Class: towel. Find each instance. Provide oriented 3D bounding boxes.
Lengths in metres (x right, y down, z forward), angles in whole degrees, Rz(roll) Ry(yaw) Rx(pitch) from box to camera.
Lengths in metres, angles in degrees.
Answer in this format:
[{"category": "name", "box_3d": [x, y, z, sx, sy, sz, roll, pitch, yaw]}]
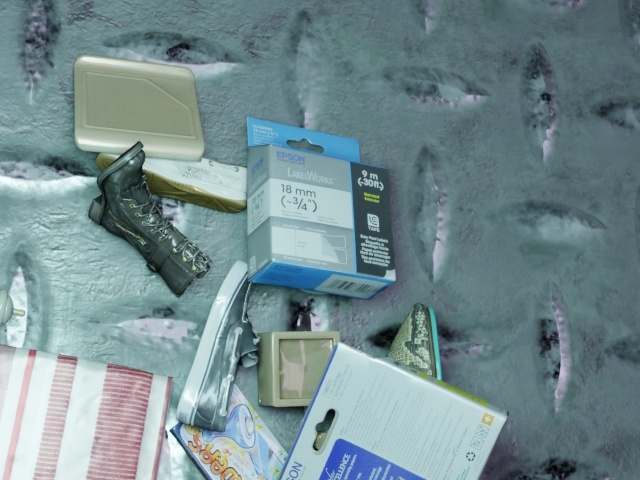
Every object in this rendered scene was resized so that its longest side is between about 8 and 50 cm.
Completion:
[{"category": "towel", "box_3d": [-0.421, 0.309, 1.878, 0.329, 0.037, 0.237, 13, 72, -15]}]

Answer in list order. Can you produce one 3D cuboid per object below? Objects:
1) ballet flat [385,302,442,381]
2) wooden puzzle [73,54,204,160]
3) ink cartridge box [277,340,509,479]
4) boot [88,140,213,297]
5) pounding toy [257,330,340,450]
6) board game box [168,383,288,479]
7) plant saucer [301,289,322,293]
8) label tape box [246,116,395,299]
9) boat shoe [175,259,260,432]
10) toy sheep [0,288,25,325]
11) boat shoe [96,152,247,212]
[{"category": "ballet flat", "box_3d": [0.166, 0.358, 2.002, 0.182, 0.164, 0.483, -13, 82, -3]}, {"category": "wooden puzzle", "box_3d": [-0.323, -0.230, 2.010, 0.220, 0.044, 0.239, 5, 45, -17]}, {"category": "ink cartridge box", "box_3d": [0.114, 0.361, 1.914, 0.307, 0.072, 0.304, 25, 98, 11]}, {"category": "boot", "box_3d": [-0.269, -0.029, 1.906, 0.229, 0.263, 0.091, 42, 58, 4]}, {"category": "pounding toy", "box_3d": [-0.014, 0.263, 1.995, 0.181, 0.094, 0.206, 1, 84, -22]}, {"category": "board game box", "box_3d": [-0.145, 0.362, 1.952, 0.136, 0.035, 0.201, -37, 89, -23]}, {"category": "plant saucer", "box_3d": [0.000, 0.000, 2.094, 0.195, 0.037, 0.195, 4, 75, -17]}, {"category": "label tape box", "box_3d": [-0.004, -0.079, 2.028, 0.240, 0.106, 0.334, 10, 63, -25]}, {"category": "boat shoe", "box_3d": [-0.150, 0.179, 1.940, 0.102, 0.108, 0.301, 17, 63, 3]}, {"category": "toy sheep", "box_3d": [-0.548, 0.107, 1.861, 0.132, 0.091, 0.091, 7, 74, -16]}, {"category": "boat shoe", "box_3d": [-0.257, -0.130, 2.017, 0.277, 0.098, 0.096, 17, 70, -22]}]
